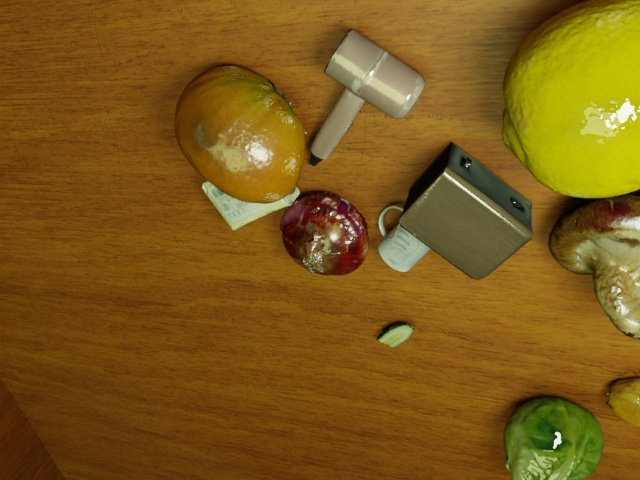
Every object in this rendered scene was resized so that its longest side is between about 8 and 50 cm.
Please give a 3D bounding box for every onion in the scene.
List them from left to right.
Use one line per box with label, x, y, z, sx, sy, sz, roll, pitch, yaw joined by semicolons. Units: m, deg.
onion;0.000;0.000;1.434;0.230;0.163;0.230;14;124;22

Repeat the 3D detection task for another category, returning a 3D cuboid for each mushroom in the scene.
mushroom;0.595;0.018;1.155;0.267;0.254;0.267;3;124;5

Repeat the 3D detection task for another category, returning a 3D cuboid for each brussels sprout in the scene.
brussels sprout;0.590;0.538;1.535;0.219;0.210;0.271;23;93;-1

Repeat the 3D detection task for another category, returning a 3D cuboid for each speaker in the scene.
speaker;0.313;-0.060;1.261;0.231;0.153;0.192;37;125;-6

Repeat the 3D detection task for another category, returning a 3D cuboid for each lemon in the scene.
lemon;0.469;-0.233;0.968;0.348;0.348;0.348;11;128;15

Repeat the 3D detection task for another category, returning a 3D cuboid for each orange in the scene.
orange;-0.191;-0.241;1.315;0.274;0.310;0.274;-15;145;-11

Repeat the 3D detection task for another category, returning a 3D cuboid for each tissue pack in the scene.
tissue pack;-0.170;-0.127;1.454;0.196;0.092;0.148;-20;112;33

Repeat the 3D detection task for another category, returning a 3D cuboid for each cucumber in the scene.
cucumber;0.209;0.249;1.612;0.067;0.035;0.107;29;131;-24

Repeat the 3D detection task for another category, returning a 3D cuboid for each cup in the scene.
cup;0.196;-0.011;1.384;0.136;0.099;0.133;34;131;-8

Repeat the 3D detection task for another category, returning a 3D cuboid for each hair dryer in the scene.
hair dryer;0.064;-0.266;1.271;0.189;0.106;0.344;32;139;-5

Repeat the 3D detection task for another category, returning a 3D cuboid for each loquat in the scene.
loquat;0.774;0.399;1.444;0.137;0.113;0.137;27;150;17
